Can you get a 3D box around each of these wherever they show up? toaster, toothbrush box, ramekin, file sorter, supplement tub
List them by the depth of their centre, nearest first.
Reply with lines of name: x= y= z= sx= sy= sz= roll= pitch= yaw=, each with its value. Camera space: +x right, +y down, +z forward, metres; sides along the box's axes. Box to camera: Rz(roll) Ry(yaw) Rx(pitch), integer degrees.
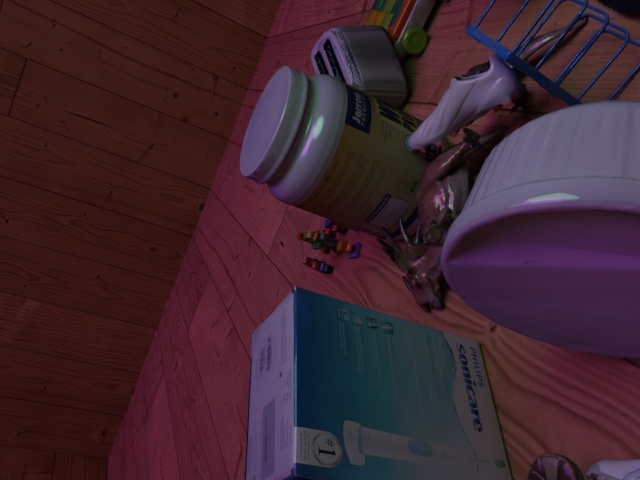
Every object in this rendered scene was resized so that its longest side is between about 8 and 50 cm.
ramekin: x=0.253 y=-0.005 z=0.487 sx=0.273 sy=0.272 sz=0.127 roll=-25 pitch=39 yaw=58
toothbrush box: x=0.069 y=0.210 z=0.663 sx=0.126 sy=0.295 sz=0.216 roll=-49 pitch=33 yaw=41
file sorter: x=0.294 y=-0.245 z=0.676 sx=0.104 sy=0.170 sz=0.118 roll=-54 pitch=29 yaw=25
supplement tub: x=0.041 y=-0.148 z=0.955 sx=0.228 sy=0.316 sz=0.228 roll=-45 pitch=35 yaw=44
toaster: x=0.078 y=-0.362 z=1.153 sx=0.129 sy=0.146 sz=0.227 roll=-32 pitch=74 yaw=55

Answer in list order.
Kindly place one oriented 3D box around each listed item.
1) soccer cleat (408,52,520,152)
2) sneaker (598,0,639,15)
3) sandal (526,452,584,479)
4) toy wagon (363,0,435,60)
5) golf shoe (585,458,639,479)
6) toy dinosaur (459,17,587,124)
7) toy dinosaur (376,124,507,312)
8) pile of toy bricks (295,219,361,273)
soccer cleat: x=0.201 y=-0.199 z=0.810 sx=0.196 sy=0.076 sz=0.068 roll=-28 pitch=10 yaw=45
sneaker: x=0.408 y=-0.332 z=0.614 sx=0.131 sy=0.112 sz=0.319 roll=-35 pitch=30 yaw=10
sandal: x=0.233 y=0.295 z=0.544 sx=0.072 sy=0.049 sz=0.180 roll=18 pitch=105 yaw=52
toy wagon: x=0.168 y=-0.488 z=1.239 sx=0.345 sy=0.068 sz=0.267 roll=-63 pitch=25 yaw=17
golf shoe: x=0.315 y=0.198 z=0.457 sx=0.176 sy=0.069 sz=0.086 roll=-15 pitch=39 yaw=58
toy dinosaur: x=0.277 y=-0.245 z=0.848 sx=0.268 sy=0.064 sz=0.118 roll=-16 pitch=51 yaw=57
toy dinosaur: x=0.184 y=-0.052 z=0.834 sx=0.200 sy=0.127 sz=0.296 roll=-22 pitch=47 yaw=68
pile of toy bricks: x=0.000 y=0.000 z=1.192 sx=0.212 sy=0.105 sz=0.118 roll=-16 pitch=58 yaw=61
